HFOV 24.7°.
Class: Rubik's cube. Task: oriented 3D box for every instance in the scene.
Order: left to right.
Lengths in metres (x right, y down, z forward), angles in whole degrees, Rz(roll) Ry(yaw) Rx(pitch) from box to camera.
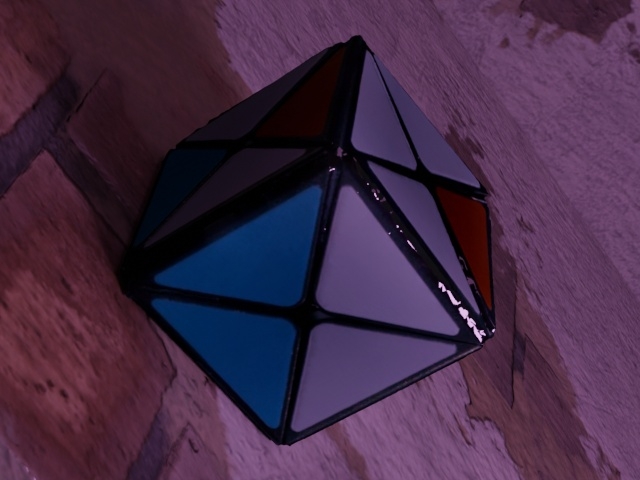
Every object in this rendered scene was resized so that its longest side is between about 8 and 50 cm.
[{"bbox_3d":[0.000,0.000,1.358,0.248,0.246,0.250,50,24,-22],"label":"Rubik's cube"}]
